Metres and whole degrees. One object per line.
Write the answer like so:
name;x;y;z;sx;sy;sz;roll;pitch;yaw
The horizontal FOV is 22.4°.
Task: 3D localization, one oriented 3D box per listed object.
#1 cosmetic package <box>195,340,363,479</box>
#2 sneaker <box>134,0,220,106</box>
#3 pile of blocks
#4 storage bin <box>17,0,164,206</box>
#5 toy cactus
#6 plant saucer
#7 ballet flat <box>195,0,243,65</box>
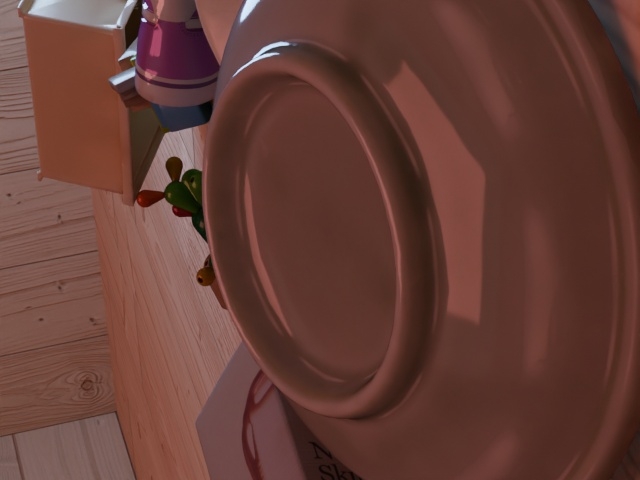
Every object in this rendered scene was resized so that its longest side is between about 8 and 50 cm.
cosmetic package;0.025;0.214;1.185;0.129;0.153;0.296;-60;36;34
sneaker;-0.091;-0.242;1.380;0.282;0.102;0.161;-81;-5;-61
pile of blocks;-0.105;-0.126;1.528;0.113;0.149;0.362;67;173;-20
storage bin;-0.240;-0.231;1.870;0.262;0.123;0.260;92;-169;-46
toy cactus;-0.128;0.005;1.871;0.219;0.112;0.180;44;154;53
plant saucer;0.025;-0.009;0.941;0.400;0.100;0.400;29;126;50
ballet flat;-0.032;-0.246;1.213;0.139;0.139;0.400;104;153;-61
